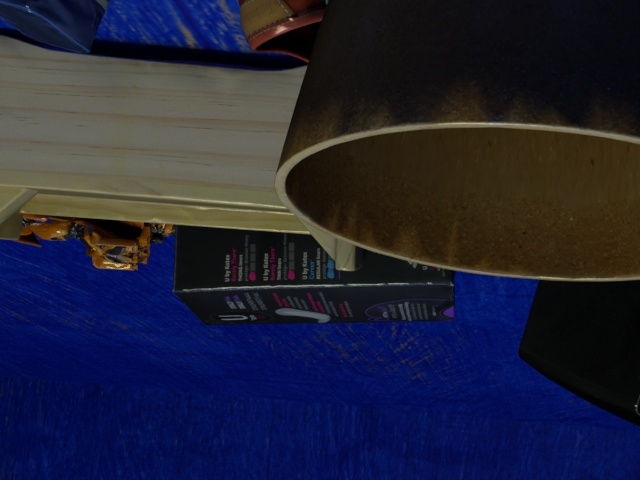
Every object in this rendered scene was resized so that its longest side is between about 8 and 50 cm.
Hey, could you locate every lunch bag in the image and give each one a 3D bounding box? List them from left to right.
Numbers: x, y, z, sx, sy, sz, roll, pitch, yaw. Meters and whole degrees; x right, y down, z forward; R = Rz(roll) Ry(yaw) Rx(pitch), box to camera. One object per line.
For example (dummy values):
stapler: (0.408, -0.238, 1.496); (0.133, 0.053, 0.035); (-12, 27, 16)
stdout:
lunch bag: (-0.198, -0.185, 0.953); (0.067, 0.065, 0.098); (17, 171, 26)

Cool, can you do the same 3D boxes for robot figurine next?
robot figurine: (-0.292, -0.039, 1.392); (0.291, 0.085, 0.211); (14, 164, -3)

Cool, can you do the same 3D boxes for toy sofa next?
toy sofa: (-0.128, -0.074, 1.178); (0.362, 0.177, 0.150); (4, 179, 5)

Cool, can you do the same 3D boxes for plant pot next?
plant pot: (0.109, -0.130, 0.647); (0.237, 0.254, 0.237); (6, 165, 2)
plant pot: (0.347, 0.113, 1.603); (0.167, 0.188, 0.187); (12, 169, 29)

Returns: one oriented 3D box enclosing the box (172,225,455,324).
box: (0.000, 0.000, 1.335); (0.270, 0.143, 0.165); (-2, 164, 5)

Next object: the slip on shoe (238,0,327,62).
slip on shoe: (0.081, -0.136, 0.936); (0.331, 0.101, 0.123); (15, 161, -31)

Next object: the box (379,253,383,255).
box: (0.139, -0.024, 1.114); (0.190, 0.045, 0.184); (3, 167, 2)

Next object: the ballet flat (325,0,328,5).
ballet flat: (0.101, -0.175, 0.806); (0.203, 0.074, 0.074); (-22, 151, 29)
